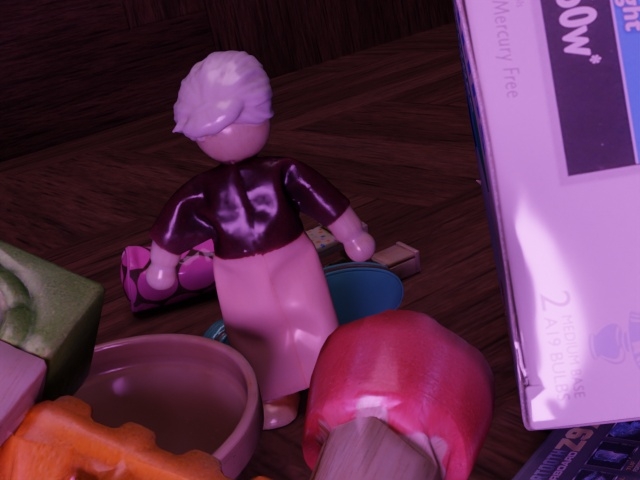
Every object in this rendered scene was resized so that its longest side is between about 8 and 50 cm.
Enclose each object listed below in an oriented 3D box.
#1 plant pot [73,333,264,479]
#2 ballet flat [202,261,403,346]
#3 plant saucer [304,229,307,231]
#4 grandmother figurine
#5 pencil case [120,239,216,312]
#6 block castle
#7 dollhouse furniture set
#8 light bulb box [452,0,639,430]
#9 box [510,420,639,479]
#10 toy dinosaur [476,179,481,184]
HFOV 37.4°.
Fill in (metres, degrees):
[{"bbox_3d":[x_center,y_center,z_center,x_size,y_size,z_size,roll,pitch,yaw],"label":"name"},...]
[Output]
[{"bbox_3d":[-0.154,0.180,0.741,0.237,0.110,0.237,-9,24,4],"label":"plant pot"},{"bbox_3d":[-0.027,0.083,1.020,0.247,0.083,0.087,-21,6,-30],"label":"ballet flat"},{"bbox_3d":[-0.052,-0.003,1.382,0.083,0.015,0.083,-11,18,4],"label":"plant saucer"},{"bbox_3d":[-0.060,0.000,0.858,0.207,0.342,0.104,-14,18,-6],"label":"grandmother figurine"},{"bbox_3d":[-0.162,0.023,1.251,0.209,0.098,0.095,-15,-24,-15],"label":"pencil case"},{"bbox_3d":[-0.174,0.105,0.470,0.453,0.303,0.213,22,33,3],"label":"block castle"},{"bbox_3d":[0.000,0.000,1.170,0.181,0.101,0.161,-22,29,-27],"label":"dollhouse furniture set"},{"bbox_3d":[0.236,-0.074,0.741,0.225,0.358,0.361,-9,1,11],"label":"light bulb box"},{"bbox_3d":[0.217,0.177,0.606,0.183,0.059,0.232,1,22,40],"label":"box"},{"bbox_3d":[0.297,-0.058,1.199,0.183,0.093,0.053,-5,19,19],"label":"toy dinosaur"}]
